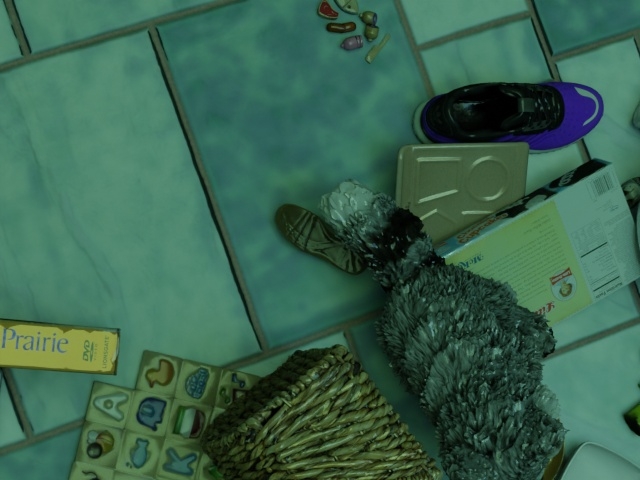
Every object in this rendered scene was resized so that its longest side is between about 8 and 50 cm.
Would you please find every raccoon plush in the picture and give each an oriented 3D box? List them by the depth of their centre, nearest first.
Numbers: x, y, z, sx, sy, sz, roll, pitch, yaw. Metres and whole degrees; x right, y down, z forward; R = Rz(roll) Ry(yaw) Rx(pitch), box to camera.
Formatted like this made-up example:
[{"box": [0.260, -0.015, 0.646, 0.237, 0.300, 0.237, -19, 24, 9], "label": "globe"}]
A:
[{"box": [0.137, 0.149, 1.658, 0.446, 0.299, 0.216, 36, 108, -8], "label": "raccoon plush"}]

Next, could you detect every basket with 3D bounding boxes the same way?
[{"box": [-0.012, 0.285, 1.660, 0.213, 0.299, 0.223, -39, 94, -14], "label": "basket"}]

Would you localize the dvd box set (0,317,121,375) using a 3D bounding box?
[{"box": [-0.469, 0.122, 1.588, 0.421, 0.307, 0.062, 6, 85, -12], "label": "dvd box set"}]

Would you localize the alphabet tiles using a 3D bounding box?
[{"box": [-0.172, 0.318, 1.783, 0.343, 0.011, 0.285, 14, 82, -11], "label": "alphabet tiles"}]

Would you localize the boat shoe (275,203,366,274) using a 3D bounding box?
[{"box": [0.002, -0.001, 1.840, 0.153, 0.048, 0.056, 30, 91, -1], "label": "boat shoe"}]

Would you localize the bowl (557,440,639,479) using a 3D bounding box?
[{"box": [0.408, 0.381, 1.877, 0.142, 0.053, 0.142, 31, 79, -8], "label": "bowl"}]

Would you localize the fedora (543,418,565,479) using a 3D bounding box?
[{"box": [0.277, 0.290, 1.845, 0.194, 0.079, 0.194, 1, 84, -12], "label": "fedora"}]

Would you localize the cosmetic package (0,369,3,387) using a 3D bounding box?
[{"box": [-0.495, 0.279, 1.681, 0.117, 0.085, 0.231, 9, 84, -11], "label": "cosmetic package"}]

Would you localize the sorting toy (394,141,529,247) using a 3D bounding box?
[{"box": [0.202, -0.052, 1.860, 0.208, 0.038, 0.193, -4, 110, -15], "label": "sorting toy"}]

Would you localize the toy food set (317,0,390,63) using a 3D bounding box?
[{"box": [0.044, -0.325, 1.890, 0.122, 0.019, 0.078, 38, 78, -6], "label": "toy food set"}]

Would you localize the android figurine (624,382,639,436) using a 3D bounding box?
[{"box": [0.603, 0.241, 1.934, 0.273, 0.056, 0.248, -32, 91, -12], "label": "android figurine"}]

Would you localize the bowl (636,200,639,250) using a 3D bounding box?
[{"box": [0.556, -0.009, 1.877, 0.134, 0.298, 0.297, -9, 85, 31], "label": "bowl"}]

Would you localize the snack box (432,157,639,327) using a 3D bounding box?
[{"box": [0.315, 0.035, 1.861, 0.322, 0.060, 0.187, -28, 108, -12], "label": "snack box"}]

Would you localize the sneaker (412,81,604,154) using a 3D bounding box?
[{"box": [0.294, -0.185, 1.863, 0.293, 0.146, 0.102, -7, 84, -12], "label": "sneaker"}]

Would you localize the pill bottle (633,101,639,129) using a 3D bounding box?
[{"box": [0.560, -0.177, 1.954, 0.137, 0.078, 0.078, 29, 79, -7], "label": "pill bottle"}]

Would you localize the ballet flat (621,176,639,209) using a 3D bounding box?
[{"box": [0.463, -0.061, 1.942, 0.114, 0.041, 0.041, -32, 91, -14], "label": "ballet flat"}]
